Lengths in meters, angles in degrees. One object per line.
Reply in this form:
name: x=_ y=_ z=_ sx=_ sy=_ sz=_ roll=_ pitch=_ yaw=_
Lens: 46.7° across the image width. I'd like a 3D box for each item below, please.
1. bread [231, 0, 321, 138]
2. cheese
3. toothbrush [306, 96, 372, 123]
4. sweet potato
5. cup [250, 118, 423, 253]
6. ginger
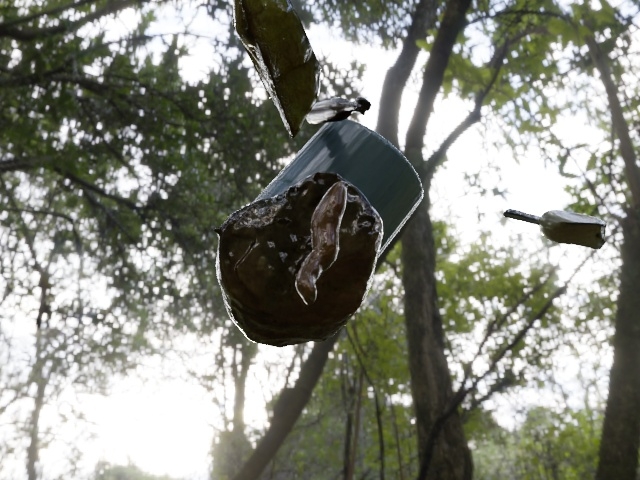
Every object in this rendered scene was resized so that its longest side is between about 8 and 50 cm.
bread: x=-0.061 y=-0.267 z=0.984 sx=0.088 sy=0.161 sz=0.233 roll=-28 pitch=-46 yaw=-2
cheese: x=0.398 y=-0.026 z=1.256 sx=0.171 sy=0.092 sz=0.048 roll=11 pitch=-75 yaw=6
toothbrush: x=0.026 y=-0.215 z=1.227 sx=0.040 sy=0.364 sz=0.041 roll=-2 pitch=-82 yaw=-13
sweet potato: x=0.003 y=0.002 z=0.837 sx=0.044 sy=0.179 sz=0.044 roll=12 pitch=-36 yaw=9
cup: x=0.011 y=-0.037 z=1.444 sx=0.256 sy=0.311 sz=0.331 roll=40 pitch=-14 yaw=3
ginger: x=-0.021 y=0.045 z=1.111 sx=0.269 sy=0.201 sz=0.223 roll=-22 pitch=-26 yaw=8
